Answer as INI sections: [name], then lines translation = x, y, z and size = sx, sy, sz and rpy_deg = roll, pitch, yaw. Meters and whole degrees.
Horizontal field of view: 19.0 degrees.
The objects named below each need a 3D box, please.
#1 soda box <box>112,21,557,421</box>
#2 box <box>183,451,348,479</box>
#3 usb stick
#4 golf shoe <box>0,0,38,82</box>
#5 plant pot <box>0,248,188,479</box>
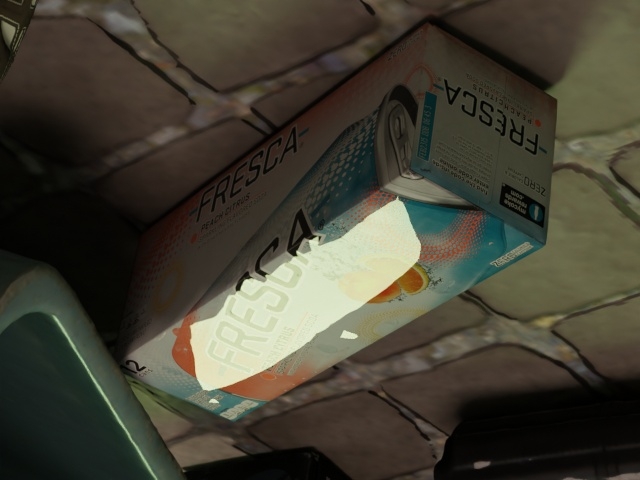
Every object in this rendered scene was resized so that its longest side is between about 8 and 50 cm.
[soda box]
translation = 0.000, 0.000, 0.664
size = 0.058, 0.063, 0.183
rpy_deg = 27, 143, -25
[box]
translation = 0.001, 0.207, 0.901
size = 0.077, 0.147, 0.180
rpy_deg = -12, 141, 29
[usb stick]
translation = 0.182, 0.086, 0.770
size = 0.278, 0.045, 0.077
rpy_deg = -10, 142, 25
[golf shoe]
translation = -0.107, -0.080, 0.542
size = 0.077, 0.094, 0.198
rpy_deg = 15, 145, -7
[plant pot]
translation = -0.227, 0.120, 0.738
size = 0.252, 0.248, 0.247
rpy_deg = 24, 156, 29
